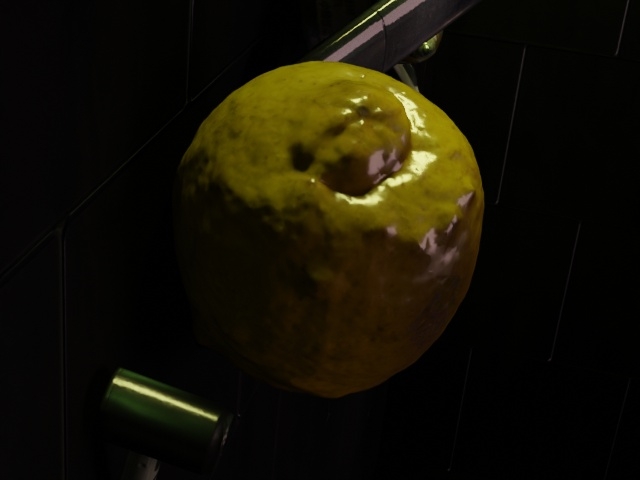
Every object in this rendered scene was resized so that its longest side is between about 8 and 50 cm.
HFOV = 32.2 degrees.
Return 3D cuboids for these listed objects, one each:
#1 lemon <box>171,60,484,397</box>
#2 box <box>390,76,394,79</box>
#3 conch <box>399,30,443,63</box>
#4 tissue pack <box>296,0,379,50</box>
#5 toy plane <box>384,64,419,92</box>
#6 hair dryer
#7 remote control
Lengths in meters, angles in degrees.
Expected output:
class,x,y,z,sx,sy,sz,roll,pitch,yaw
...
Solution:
class,x,y,z,sx,sy,sz,roll,pitch,yaw
lemon,0.000,-0.005,0.956,0.316,0.285,0.285,-17,-122,65
box,0.055,-0.180,1.528,0.036,0.115,0.177,90,13,-49
conch,0.099,-0.289,1.411,0.106,0.116,0.172,27,56,-62
tissue pack,0.052,-0.420,1.205,0.394,0.124,0.288,82,25,-63
toy plane,0.074,-0.276,1.520,0.160,0.082,0.234,-11,85,-71
hair dryer,-0.140,0.190,0.893,0.057,0.100,0.197,-68,180,-51
remote control,0.071,-0.224,1.208,0.377,0.044,0.107,-38,151,-21
